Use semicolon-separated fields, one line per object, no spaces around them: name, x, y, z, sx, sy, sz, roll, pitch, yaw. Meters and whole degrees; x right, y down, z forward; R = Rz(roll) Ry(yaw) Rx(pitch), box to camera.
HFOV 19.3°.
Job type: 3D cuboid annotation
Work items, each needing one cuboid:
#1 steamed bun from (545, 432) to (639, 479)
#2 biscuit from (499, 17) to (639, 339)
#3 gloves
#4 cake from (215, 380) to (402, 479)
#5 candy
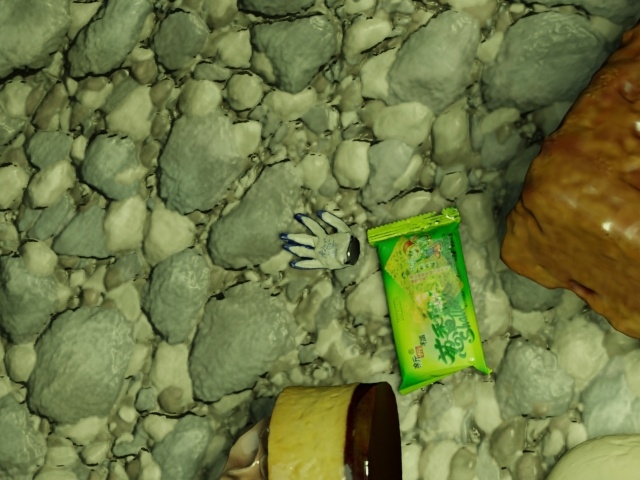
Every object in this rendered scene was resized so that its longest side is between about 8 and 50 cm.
steamed bun;0.312;0.274;1.780;0.228;0.131;0.177;17;87;21
biscuit;0.397;-0.068;1.702;0.343;0.166;0.395;26;60;20
gloves;0.000;0.000;1.969;0.086;0.026;0.064;3;82;22
cake;-0.018;0.230;1.855;0.178;0.185;0.207;2;110;13
candy;0.110;0.062;1.922;0.102;0.032;0.178;-13;79;15
